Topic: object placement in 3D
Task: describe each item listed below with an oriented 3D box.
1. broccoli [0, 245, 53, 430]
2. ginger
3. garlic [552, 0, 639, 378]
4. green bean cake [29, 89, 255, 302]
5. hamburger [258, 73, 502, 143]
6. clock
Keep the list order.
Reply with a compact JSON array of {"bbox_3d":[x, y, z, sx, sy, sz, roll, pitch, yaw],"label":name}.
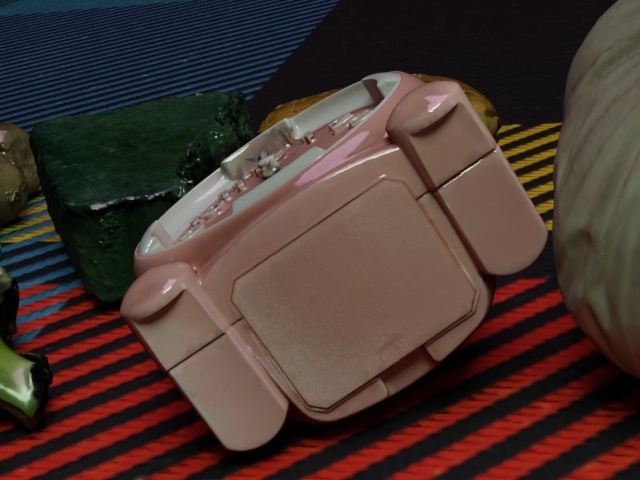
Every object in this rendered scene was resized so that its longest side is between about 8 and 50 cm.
[{"bbox_3d":[-0.231,0.059,0.618,0.160,0.167,0.154,24,64,4],"label":"broccoli"},{"bbox_3d":[-0.315,-0.048,0.916,0.104,0.080,0.204,-4,25,21],"label":"ginger"},{"bbox_3d":[0.258,-0.056,0.507,0.317,0.259,0.317,-16,57,25],"label":"garlic"},{"bbox_3d":[-0.120,-0.040,0.811,0.193,0.107,0.208,-12,25,-18],"label":"green bean cake"},{"bbox_3d":[0.052,-0.069,0.835,0.214,0.108,0.214,-8,19,3],"label":"hamburger"},{"bbox_3d":[0.000,0.000,0.633,0.227,0.142,0.241,-34,18,0],"label":"clock"}]
